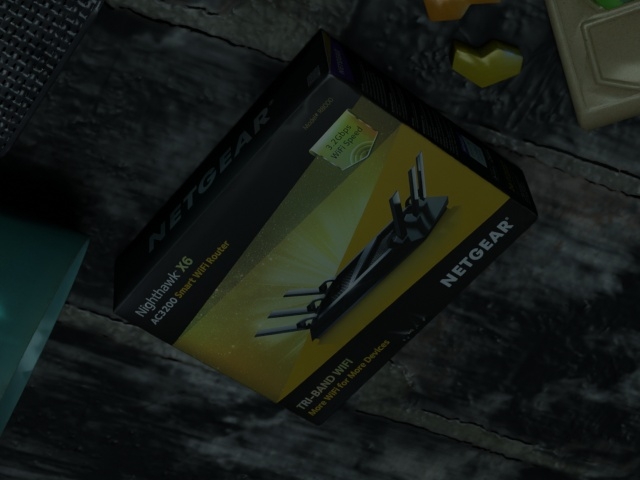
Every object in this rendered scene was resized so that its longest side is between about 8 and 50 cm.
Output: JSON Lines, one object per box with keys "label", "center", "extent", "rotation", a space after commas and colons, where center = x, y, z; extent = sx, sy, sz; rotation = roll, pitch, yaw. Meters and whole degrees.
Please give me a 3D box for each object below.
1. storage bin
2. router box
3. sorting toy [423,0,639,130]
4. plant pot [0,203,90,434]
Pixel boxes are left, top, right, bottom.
{"label": "storage bin", "center": [-0.238, -0.171, 1.137], "extent": [0.084, 0.122, 0.180], "rotation": [28, 119, -23]}
{"label": "router box", "center": [0.000, 0.000, 1.312], "extent": [0.243, 0.081, 0.309], "rotation": [31, 117, -25]}
{"label": "sorting toy", "center": [0.251, -0.192, 1.224], "extent": [0.307, 0.041, 0.229], "rotation": [-18, 126, 7]}
{"label": "plant pot", "center": [-0.360, 0.076, 1.217], "extent": [0.235, 0.293, 0.293], "rotation": [26, 120, -6]}
